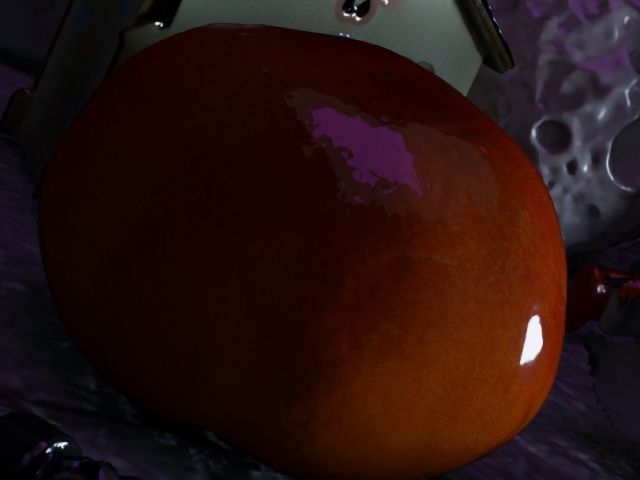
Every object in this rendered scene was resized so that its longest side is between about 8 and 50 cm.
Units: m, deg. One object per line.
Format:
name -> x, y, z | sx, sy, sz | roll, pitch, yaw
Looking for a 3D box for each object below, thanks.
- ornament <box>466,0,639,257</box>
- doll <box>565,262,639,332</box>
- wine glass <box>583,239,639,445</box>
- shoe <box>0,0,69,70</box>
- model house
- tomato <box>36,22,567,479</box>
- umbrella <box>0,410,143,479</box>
ornament -> 0.167, -0.117, 1.223 | 0.259, 0.225, 0.259 | 12, 20, -5
doll -> 0.355, 0.099, 1.106 | 0.384, 0.099, 0.188 | 11, 22, -18
wine glass -> 0.312, 0.057, 0.944 | 0.321, 0.143, 0.143 | -1, 28, -26
shoe -> -0.164, -0.140, 1.178 | 0.195, 0.079, 0.078 | 18, -18, 5
model house -> -0.004, -0.113, 1.000 | 0.326, 0.244, 0.169 | 10, 20, -40
tomato -> -0.004, -0.001, 0.780 | 0.260, 0.180, 0.260 | 20, 20, -8
umbrella -> -0.046, 0.127, 0.554 | 0.071, 0.080, 0.224 | -36, 50, -29
